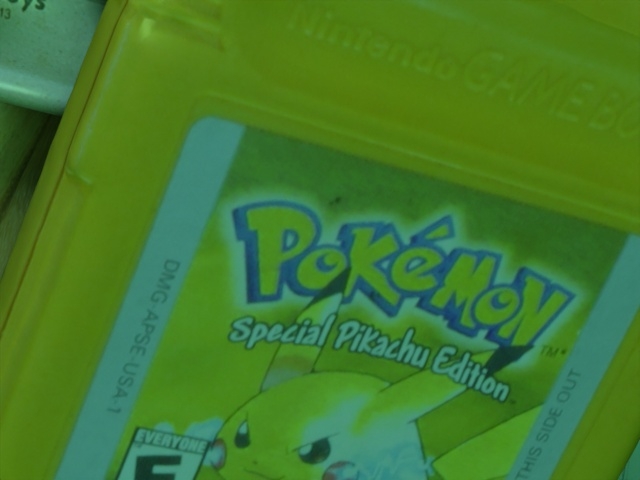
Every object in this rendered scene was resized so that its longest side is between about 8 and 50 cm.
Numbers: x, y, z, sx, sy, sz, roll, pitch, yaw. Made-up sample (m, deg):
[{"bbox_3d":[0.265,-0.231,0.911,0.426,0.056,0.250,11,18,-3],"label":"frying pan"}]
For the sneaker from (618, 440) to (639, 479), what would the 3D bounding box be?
[{"bbox_3d":[0.164,0.091,0.827,0.121,0.099,0.262,-32,120,15],"label":"sneaker"}]

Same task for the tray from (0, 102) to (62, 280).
[{"bbox_3d":[-0.106,-0.152,0.678,0.203,0.076,0.411,25,89,-23],"label":"tray"}]

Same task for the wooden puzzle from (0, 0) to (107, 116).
[{"bbox_3d":[-0.086,-0.221,0.591,0.322,0.080,0.347,13,94,-22],"label":"wooden puzzle"}]

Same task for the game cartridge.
[{"bbox_3d":[0.020,0.026,0.659,0.285,0.052,0.323,14,115,-23],"label":"game cartridge"}]
